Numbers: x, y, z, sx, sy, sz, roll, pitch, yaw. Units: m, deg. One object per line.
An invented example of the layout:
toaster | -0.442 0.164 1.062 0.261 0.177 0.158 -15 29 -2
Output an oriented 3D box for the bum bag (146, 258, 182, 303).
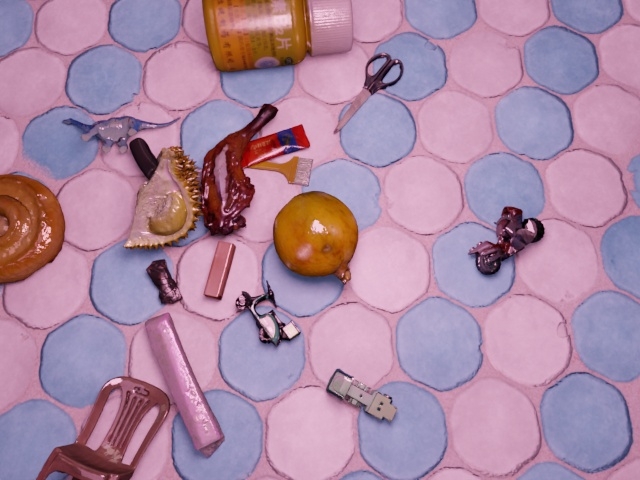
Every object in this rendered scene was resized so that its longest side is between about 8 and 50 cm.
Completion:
bum bag | -0.401 0.106 1.320 0.058 0.034 0.124 -26 76 -21

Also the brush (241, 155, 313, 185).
brush | -0.127 -0.202 1.418 0.205 0.011 0.083 9 74 3

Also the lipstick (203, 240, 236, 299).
lipstick | -0.257 0.077 1.323 0.045 0.045 0.145 12 76 6

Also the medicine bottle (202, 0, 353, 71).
medicine bottle | -0.113 -0.595 1.418 0.385 0.224 0.224 -7 75 -3

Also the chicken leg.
chicken leg | -0.225 -0.202 1.353 0.158 0.096 0.406 16 70 3

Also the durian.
durian | -0.378 -0.113 1.279 0.167 0.306 0.172 7 38 -33

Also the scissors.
scissors | 0.126 -0.415 1.472 0.109 0.022 0.300 34 78 13

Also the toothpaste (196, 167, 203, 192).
toothpaste | -0.297 -0.119 1.386 0.045 0.028 0.169 -31 75 -7

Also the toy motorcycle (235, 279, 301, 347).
toy motorcycle | -0.134 0.186 1.288 0.100 0.058 0.173 -34 78 -16

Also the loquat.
loquat | 0.000 0.000 1.268 0.213 0.213 0.246 -35 80 -9

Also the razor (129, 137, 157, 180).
razor | -0.457 -0.203 1.378 0.054 0.090 0.148 -35 75 -10

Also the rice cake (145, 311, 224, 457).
rice cake | -0.332 0.343 1.244 0.073 0.056 0.364 -27 76 -5

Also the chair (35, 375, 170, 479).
chair | -0.485 0.473 1.143 0.176 0.183 0.326 20 76 5

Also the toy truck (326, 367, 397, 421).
toy truck | 0.099 0.370 1.222 0.175 0.081 0.067 28 78 8

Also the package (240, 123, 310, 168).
package | -0.133 -0.261 1.425 0.201 0.022 0.083 -19 67 -4

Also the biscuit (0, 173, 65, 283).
biscuit | -0.817 -0.034 1.329 0.297 0.102 0.296 0 72 0

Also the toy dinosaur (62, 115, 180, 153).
toy dinosaur | -0.558 -0.295 1.409 0.330 0.076 0.144 -2 42 0

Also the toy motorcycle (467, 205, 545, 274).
toy motorcycle | 0.471 -0.008 1.326 0.213 0.082 0.122 -35 78 -10
